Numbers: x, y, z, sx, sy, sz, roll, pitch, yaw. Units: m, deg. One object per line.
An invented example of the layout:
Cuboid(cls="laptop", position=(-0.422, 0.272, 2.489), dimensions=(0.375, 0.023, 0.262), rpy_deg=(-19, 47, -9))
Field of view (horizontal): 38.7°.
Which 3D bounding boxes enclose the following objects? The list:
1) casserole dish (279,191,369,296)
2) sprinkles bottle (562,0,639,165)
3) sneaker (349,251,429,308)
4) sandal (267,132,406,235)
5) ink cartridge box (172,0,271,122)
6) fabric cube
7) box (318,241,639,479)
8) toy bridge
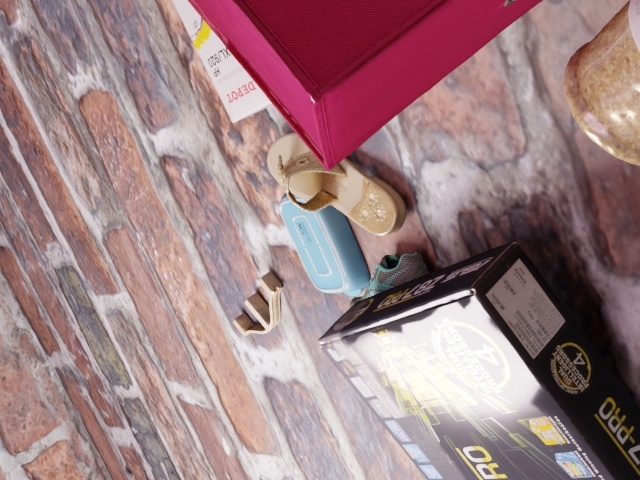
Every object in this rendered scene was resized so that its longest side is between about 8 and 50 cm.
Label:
Cuboid(cls="casserole dish", position=(0.000, 0.000, 1.259), dimensions=(0.114, 0.037, 0.188), rpy_deg=(-8, 108, 56))
Cuboid(cls="sprinkles bottle", position=(0.304, -0.185, 0.597), dimensions=(0.121, 0.121, 0.355), rpy_deg=(53, 148, 10))
Cuboid(cls="sneaker", position=(0.090, 0.057, 1.170), dimensions=(0.166, 0.065, 0.076), rpy_deg=(-22, 83, 54))
Cuboid(cls="sandal", position=(-0.006, -0.074, 1.144), dimensions=(0.240, 0.079, 0.088), rpy_deg=(31, 116, 35))
Cuboid(cls="ink cartridge box", position=(-0.045, -0.275, 0.966), dimensions=(0.171, 0.168, 0.233), rpy_deg=(-13, 106, 56))
Cuboid(cls="fabric cube", position=(0.025, -0.247, 0.712), dimensions=(0.259, 0.258, 0.254), rpy_deg=(51, 177, 6))
Cuboid(cls="box", position=(0.213, 0.211, 1.031), dimensions=(0.395, 0.097, 0.318), rpy_deg=(52, 150, -7))
Cuboid(cls="toy bridge", position=(-0.095, 0.116, 1.497), dimensions=(0.063, 0.026, 0.188), rpy_deg=(50, 147, 10))
